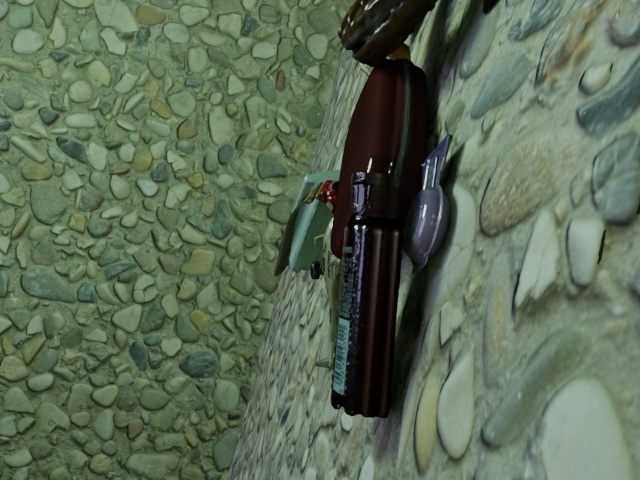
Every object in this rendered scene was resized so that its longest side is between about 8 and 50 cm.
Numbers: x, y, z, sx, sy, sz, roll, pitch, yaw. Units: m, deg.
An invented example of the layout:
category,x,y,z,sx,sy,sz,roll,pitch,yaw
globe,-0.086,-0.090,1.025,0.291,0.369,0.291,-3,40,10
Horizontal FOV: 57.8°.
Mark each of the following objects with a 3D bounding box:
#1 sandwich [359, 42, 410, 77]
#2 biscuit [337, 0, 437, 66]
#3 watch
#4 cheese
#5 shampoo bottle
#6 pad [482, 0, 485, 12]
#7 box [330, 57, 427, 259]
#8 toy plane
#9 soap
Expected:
category,x,y,z,sx,sy,sz,roll,pitch,yaw
sandwich,0.180,-0.376,1.291,0.163,0.114,0.079,54,139,33
biscuit,0.153,-0.447,0.989,0.332,0.103,0.332,-50,12,15
watch,0.007,-0.003,1.231,0.102,0.165,0.268,-60,-7,-54
cheese,0.148,-0.046,0.796,0.105,0.042,0.190,126,159,-66
shampoo bottle,0.067,0.071,0.804,0.129,0.084,0.322,159,116,-83
pad,0.269,-0.485,0.737,0.323,0.055,0.249,128,156,-70
box,0.106,-0.144,1.032,0.263,0.108,0.403,114,168,-50
toy plane,0.028,0.096,1.105,0.108,0.092,0.286,-142,57,-80
soap,0.003,-0.042,1.365,0.094,0.150,0.261,57,141,33
